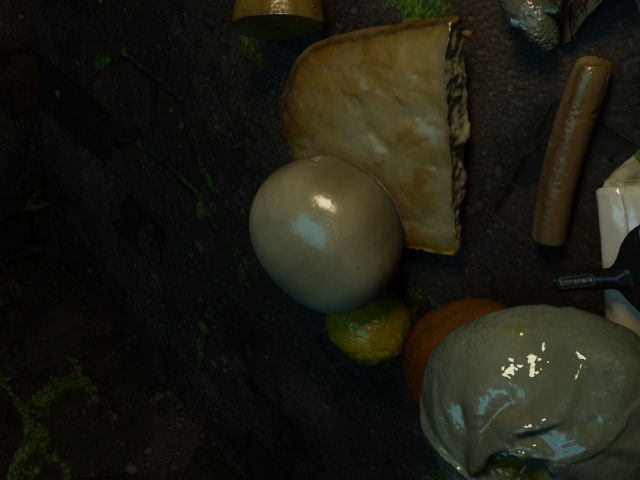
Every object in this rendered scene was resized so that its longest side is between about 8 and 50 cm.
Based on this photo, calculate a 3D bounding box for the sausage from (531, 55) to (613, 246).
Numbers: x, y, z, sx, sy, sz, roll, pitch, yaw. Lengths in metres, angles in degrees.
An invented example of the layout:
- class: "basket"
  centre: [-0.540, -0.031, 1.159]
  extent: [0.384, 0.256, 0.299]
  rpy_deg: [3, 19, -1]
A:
- class: "sausage"
  centre: [0.381, -0.130, 0.886]
  extent: [0.065, 0.065, 0.301]
  rpy_deg: [26, 125, 36]

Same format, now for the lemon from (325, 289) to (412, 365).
- class: "lemon"
  centre: [0.105, 0.182, 1.255]
  extent: [0.193, 0.180, 0.181]
  rpy_deg: [-7, 105, 43]

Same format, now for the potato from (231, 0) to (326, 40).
- class: "potato"
  centre: [-0.081, -0.490, 1.123]
  extent: [0.203, 0.178, 0.158]
  rpy_deg: [-155, 66, -66]

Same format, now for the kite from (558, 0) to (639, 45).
- class: "kite"
  centre: [0.374, -0.352, 0.713]
  extent: [0.335, 0.011, 0.314]
  rpy_deg: [107, 151, -73]

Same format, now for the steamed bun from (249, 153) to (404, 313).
- class: "steamed bun"
  centre: [0.000, 0.000, 1.115]
  extent: [0.324, 0.206, 0.324]
  rpy_deg: [30, 146, 23]

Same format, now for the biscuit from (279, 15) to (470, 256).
- class: "biscuit"
  centre: [0.105, -0.183, 1.106]
  extent: [0.446, 0.104, 0.429]
  rpy_deg: [8, 125, 42]

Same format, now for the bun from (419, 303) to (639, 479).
- class: "bun"
  centre: [0.299, 0.263, 0.778]
  extent: [0.361, 0.211, 0.362]
  rpy_deg: [12, 125, 17]

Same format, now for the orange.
- class: "orange"
  centre: [0.277, 0.227, 1.042]
  extent: [0.264, 0.264, 0.264]
  rpy_deg: [23, 125, 37]

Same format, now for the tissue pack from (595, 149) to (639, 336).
- class: "tissue pack"
  centre: [0.545, 0.023, 0.692]
  extent: [0.356, 0.194, 0.266]
  rpy_deg: [5, 114, 46]

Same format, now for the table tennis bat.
- class: "table tennis bat"
  centre: [0.399, 0.043, 0.694]
  extent: [0.236, 0.027, 0.150]
  rpy_deg: [-9, 105, 47]

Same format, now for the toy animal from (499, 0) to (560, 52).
- class: "toy animal"
  centre: [0.277, -0.389, 0.847]
  extent: [0.070, 0.079, 0.253]
  rpy_deg: [-36, 83, 27]
